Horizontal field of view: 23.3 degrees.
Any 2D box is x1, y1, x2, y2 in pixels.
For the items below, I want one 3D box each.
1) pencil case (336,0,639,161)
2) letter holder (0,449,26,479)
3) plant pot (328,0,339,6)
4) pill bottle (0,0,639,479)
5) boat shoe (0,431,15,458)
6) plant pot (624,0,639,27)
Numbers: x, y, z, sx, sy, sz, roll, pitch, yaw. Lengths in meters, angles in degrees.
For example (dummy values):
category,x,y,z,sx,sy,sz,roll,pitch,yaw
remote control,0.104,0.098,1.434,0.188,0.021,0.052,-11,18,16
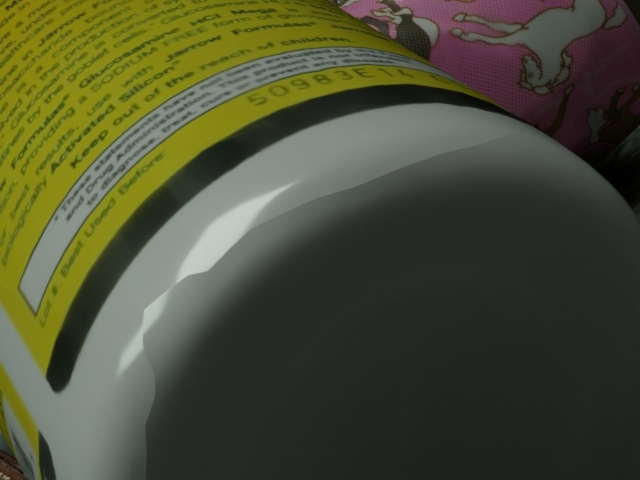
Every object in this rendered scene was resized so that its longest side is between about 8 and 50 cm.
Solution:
category,x,y,z,sx,sy,sz,roll,pitch,yaw
pencil case,0.000,0.000,0.796,0.386,0.167,0.160,-43,2,-14
letter holder,-0.191,0.222,0.585,0.214,0.152,0.302,17,66,49
plant pot,-0.131,-0.087,1.105,0.305,0.334,0.334,-28,17,-6
pill bottle,-0.044,-0.005,0.554,0.188,0.188,0.334,-40,36,-5
boat shoe,-0.240,0.168,0.961,0.319,0.099,0.116,-25,22,36
plant pot,0.177,-0.236,0.953,0.284,0.284,0.191,-33,54,16
